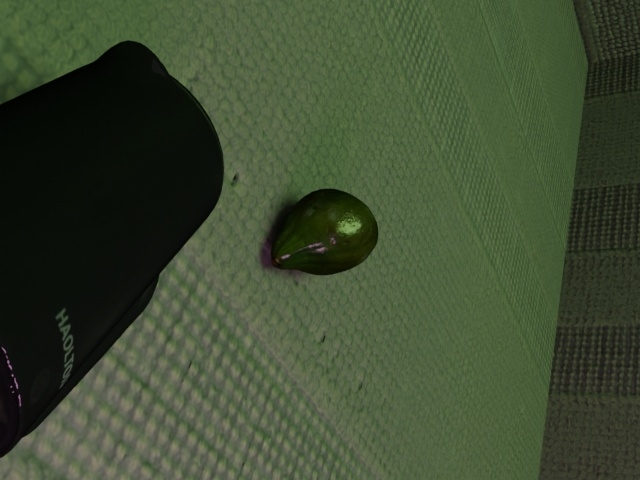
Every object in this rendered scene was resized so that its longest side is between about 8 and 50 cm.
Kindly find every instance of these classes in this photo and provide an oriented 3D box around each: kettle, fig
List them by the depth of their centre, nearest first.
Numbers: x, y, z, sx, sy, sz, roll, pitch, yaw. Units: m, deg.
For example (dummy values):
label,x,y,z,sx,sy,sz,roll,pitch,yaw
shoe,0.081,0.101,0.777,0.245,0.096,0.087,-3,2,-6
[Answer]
label,x,y,z,sx,sy,sz,roll,pitch,yaw
kettle,-0.208,0.016,0.607,0.308,0.203,0.262,-54,129,-52
fig,0.000,0.000,1.042,0.156,0.123,0.123,-41,121,-40
